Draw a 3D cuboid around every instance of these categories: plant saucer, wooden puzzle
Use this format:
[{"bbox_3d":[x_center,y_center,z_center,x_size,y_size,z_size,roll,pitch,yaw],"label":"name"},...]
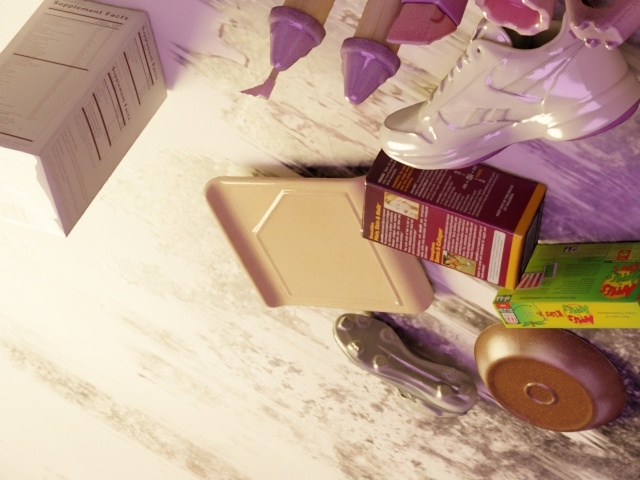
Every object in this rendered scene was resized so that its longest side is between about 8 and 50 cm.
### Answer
[{"bbox_3d":[0.275,0.177,2.182,0.199,0.036,0.198,19,144,14],"label":"plant saucer"},{"bbox_3d":[0.000,0.000,2.162,0.239,0.044,0.221,-1,134,31],"label":"wooden puzzle"}]

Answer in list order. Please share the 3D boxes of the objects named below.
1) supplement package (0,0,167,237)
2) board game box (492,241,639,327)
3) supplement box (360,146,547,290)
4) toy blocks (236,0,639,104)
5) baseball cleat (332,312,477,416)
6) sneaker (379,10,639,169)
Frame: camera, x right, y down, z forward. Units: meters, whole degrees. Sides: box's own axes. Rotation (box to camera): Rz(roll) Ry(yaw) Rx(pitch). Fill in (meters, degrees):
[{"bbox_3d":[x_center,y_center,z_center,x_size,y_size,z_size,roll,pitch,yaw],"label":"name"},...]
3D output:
[{"bbox_3d":[-0.295,-0.145,2.012,0.139,0.244,0.134,15,142,22],"label":"supplement package"},{"bbox_3d":[0.289,0.049,1.961,0.181,0.092,0.043,-2,135,38],"label":"board game box"},{"bbox_3d":[0.146,-0.031,1.975,0.188,0.081,0.104,20,144,14],"label":"supplement box"},{"bbox_3d":[0.094,-0.219,1.553,0.289,0.260,0.309,8,159,36],"label":"toy blocks"},{"bbox_3d":[0.098,0.170,2.272,0.206,0.072,0.109,32,152,4],"label":"baseball cleat"},{"bbox_3d":[0.175,-0.162,1.792,0.305,0.114,0.152,-14,113,40],"label":"sneaker"}]
